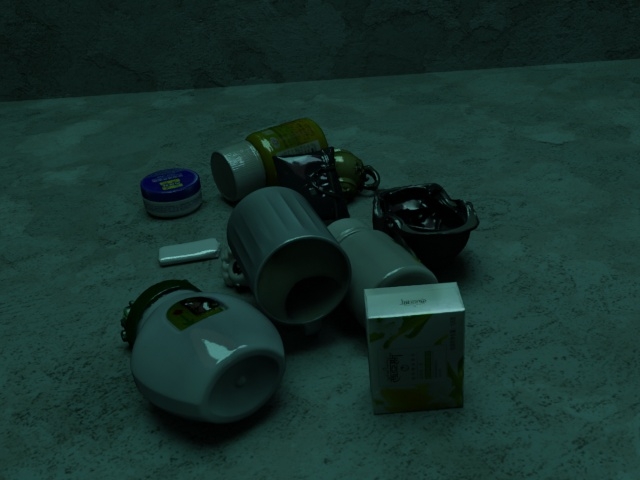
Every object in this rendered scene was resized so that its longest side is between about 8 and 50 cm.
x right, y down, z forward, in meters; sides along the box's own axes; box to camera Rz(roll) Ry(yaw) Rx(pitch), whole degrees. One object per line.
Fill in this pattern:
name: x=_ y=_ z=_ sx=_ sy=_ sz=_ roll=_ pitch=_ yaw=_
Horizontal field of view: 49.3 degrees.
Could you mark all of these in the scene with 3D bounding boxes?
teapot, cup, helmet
teapot: x=0.078 y=-0.203 z=2.377 sx=0.269 sy=0.173 sz=0.183 roll=5 pitch=59 yaw=-14
cup: x=-0.078 y=0.059 z=1.722 sx=0.236 sy=0.323 sz=0.327 roll=-20 pitch=30 yaw=-11
helmet: x=0.278 y=-0.021 z=1.939 sx=0.270 sy=0.197 sz=0.338 roll=-11 pitch=33 yaw=-24

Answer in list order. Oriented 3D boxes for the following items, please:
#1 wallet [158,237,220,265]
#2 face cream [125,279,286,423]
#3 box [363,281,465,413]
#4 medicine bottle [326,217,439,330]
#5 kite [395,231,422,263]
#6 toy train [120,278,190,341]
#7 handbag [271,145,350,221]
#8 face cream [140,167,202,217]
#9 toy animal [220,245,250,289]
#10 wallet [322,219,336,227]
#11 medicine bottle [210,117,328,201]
wallet: x=-0.399 y=0.034 z=2.131 sx=0.189 sy=0.033 sz=0.095 roll=-11 pitch=30 yaw=-7
face cream: x=-0.260 y=0.240 z=1.529 sx=0.312 sy=0.220 sz=0.357 roll=-26 pitch=31 yaw=-30
box: x=0.193 y=0.224 z=1.439 sx=0.194 sy=0.261 sz=0.111 roll=-6 pitch=32 yaw=2
medicine bottle: x=0.129 y=0.087 z=1.754 sx=0.208 sy=0.208 sz=0.340 roll=-15 pitch=30 yaw=-18
kite: x=0.261 y=0.123 z=1.758 sx=0.015 sy=0.169 sz=0.310 roll=-17 pitch=44 yaw=-18
toy train: x=-0.406 y=0.185 z=1.750 sx=0.200 sy=0.132 sz=0.083 roll=-19 pitch=30 yaw=-27
handbag: x=-0.027 y=-0.172 z=2.257 sx=0.211 sy=0.254 sz=0.089 roll=-13 pitch=-7 yaw=-12
face cream: x=-0.517 y=-0.164 z=2.434 sx=0.205 sy=0.111 sz=0.206 roll=-4 pitch=29 yaw=2
toy animal: x=-0.179 y=0.035 z=1.966 sx=0.208 sy=0.156 sz=0.204 roll=-5 pitch=24 yaw=8
wallet: x=0.000 y=0.000 z=2.111 sx=0.168 sy=0.052 sz=0.245 roll=-12 pitch=24 yaw=-10
medicine bottle: x=-0.178 y=-0.283 z=2.477 sx=0.384 sy=0.224 sz=0.224 roll=-23 pitch=33 yaw=-28
